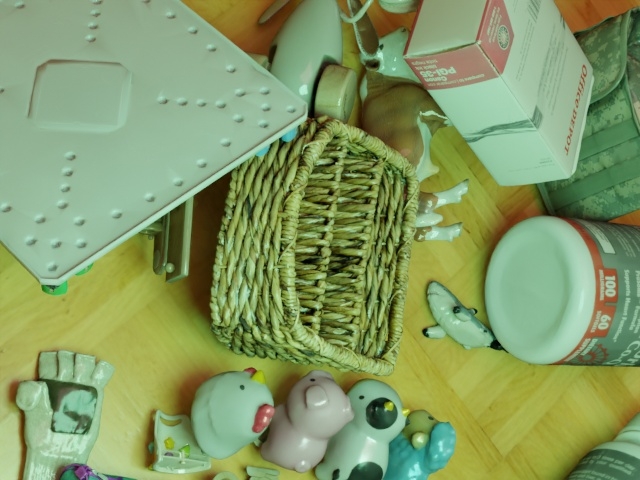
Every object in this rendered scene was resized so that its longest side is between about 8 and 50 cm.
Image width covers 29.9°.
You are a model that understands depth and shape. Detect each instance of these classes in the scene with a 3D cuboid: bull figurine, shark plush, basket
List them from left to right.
[{"bbox_3d":[0.000,0.000,1.505,0.223,0.213,0.299,7,73,10],"label":"basket"},{"bbox_3d":[0.127,-0.144,1.693,0.189,0.101,0.310,10,80,8],"label":"bull figurine"},{"bbox_3d":[0.221,0.115,1.729,0.161,0.073,0.067,22,40,-16],"label":"shark plush"}]

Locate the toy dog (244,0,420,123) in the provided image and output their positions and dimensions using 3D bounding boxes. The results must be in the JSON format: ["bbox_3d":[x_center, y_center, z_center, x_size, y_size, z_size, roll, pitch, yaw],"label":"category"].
[{"bbox_3d":[-0.001,-0.266,1.632,0.220,0.161,0.333,33,69,15],"label":"toy dog"}]

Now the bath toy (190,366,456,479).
[{"bbox_3d":[0.005,0.234,1.517,0.348,0.129,0.151,19,71,-33],"label":"bath toy"}]

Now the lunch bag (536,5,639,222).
[{"bbox_3d":[0.422,-0.178,1.784,0.169,0.235,0.287,-18,86,-37],"label":"lunch bag"}]

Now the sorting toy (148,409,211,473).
[{"bbox_3d":[-0.184,0.250,1.499,0.083,0.045,0.075,19,54,-43],"label":"sorting toy"}]

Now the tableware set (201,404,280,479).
[{"bbox_3d":[-0.099,0.280,1.524,0.141,0.020,0.168,3,76,-47],"label":"tableware set"}]

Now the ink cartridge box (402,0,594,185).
[{"bbox_3d":[0.245,-0.234,1.596,0.283,0.117,0.207,47,49,-40],"label":"ink cartridge box"}]

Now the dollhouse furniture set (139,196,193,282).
[{"bbox_3d":[-0.253,-0.014,1.460,0.151,0.144,0.123,9,74,-27],"label":"dollhouse furniture set"}]

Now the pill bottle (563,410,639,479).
[{"bbox_3d":[0.409,0.411,1.672,0.361,0.204,0.204,-41,99,-28],"label":"pill bottle"}]

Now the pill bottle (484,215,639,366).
[{"bbox_3d":[0.438,0.079,1.748,0.363,0.210,0.210,4,77,-32],"label":"pill bottle"}]

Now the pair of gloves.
[{"bbox_3d":[-0.374,0.208,1.410,0.240,0.042,0.204,20,71,-21],"label":"pair of gloves"}]

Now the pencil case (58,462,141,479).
[{"bbox_3d":[-0.235,0.308,1.429,0.152,0.070,0.064,20,25,-38],"label":"pencil case"}]

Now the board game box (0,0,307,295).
[{"bbox_3d":[-0.283,-0.157,1.423,0.390,0.050,0.390,-37,65,-28],"label":"board game box"}]
